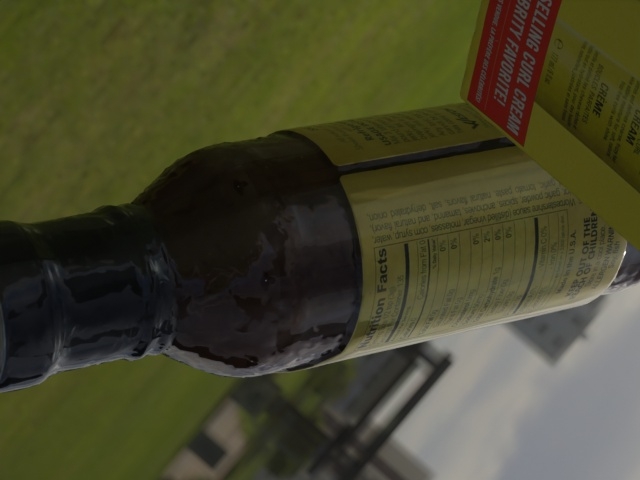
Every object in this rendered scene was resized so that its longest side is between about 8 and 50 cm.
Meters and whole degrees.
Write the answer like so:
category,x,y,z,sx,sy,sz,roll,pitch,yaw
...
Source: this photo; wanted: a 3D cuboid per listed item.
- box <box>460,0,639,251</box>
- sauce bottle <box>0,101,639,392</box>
category,x,y,z,sx,sy,sz,roll,pitch,yaw
box,0.144,-0.021,0.600,0.058,0.232,0.087,-22,141,-32
sauce bottle,0.000,0.000,0.875,0.344,0.111,0.111,-9,154,-30
